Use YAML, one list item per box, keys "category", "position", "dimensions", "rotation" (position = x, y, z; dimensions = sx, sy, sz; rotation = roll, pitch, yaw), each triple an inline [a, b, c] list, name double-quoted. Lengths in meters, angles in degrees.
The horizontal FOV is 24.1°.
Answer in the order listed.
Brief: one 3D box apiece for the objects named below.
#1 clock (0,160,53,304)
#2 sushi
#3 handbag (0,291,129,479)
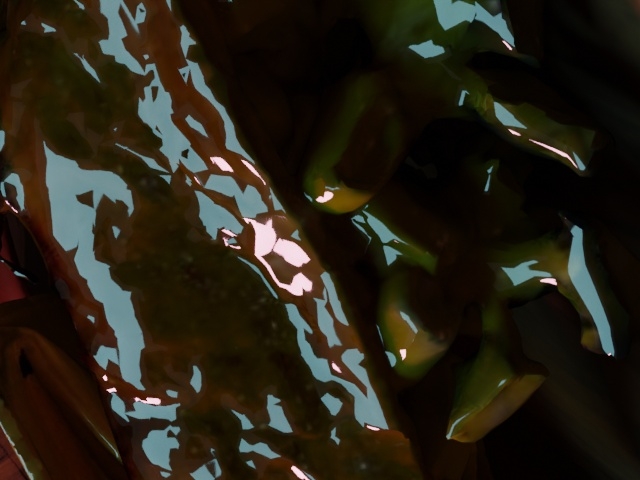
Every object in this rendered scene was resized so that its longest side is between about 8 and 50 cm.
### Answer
- category: "clock"
  position: [-0.205, -0.079, 0.854]
  dimensions: [0.318, 0.080, 0.318]
  rotation: [171, 90, -89]
- category: "sushi"
  position: [-0.001, -0.003, 0.458]
  dimensions: [0.167, 0.179, 0.296]
  rotation: [-64, -43, -78]
- category: "handbag"
  position: [-0.036, 0.134, 0.750]
  dimensions: [0.401, 0.133, 0.283]
  rotation: [-166, 54, -87]
